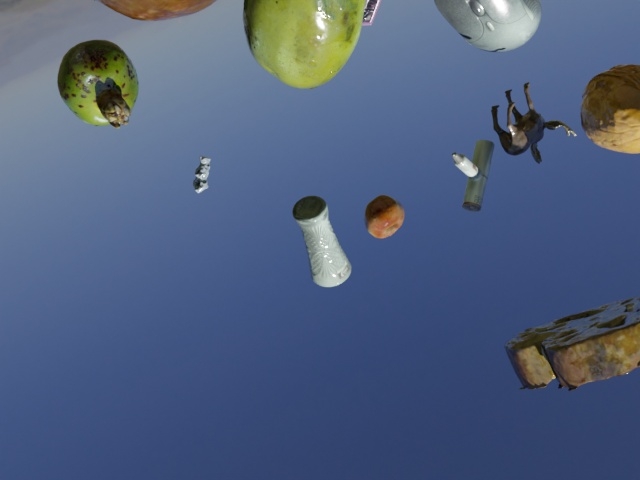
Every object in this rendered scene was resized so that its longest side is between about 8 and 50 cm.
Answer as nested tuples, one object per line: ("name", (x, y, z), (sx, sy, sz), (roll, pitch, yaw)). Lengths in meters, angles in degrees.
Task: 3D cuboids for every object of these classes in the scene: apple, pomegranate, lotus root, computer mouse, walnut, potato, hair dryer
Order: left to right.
("pomegranate", (-0.511, -0.355, 1.814), (0.202, 0.202, 0.248), (-29, -129, -16))
("potato", (-0.027, -0.398, 1.281), (0.216, 0.304, 0.216), (3, -127, -3))
("apple", (0.182, -0.071, 2.257), (0.126, 0.126, 0.102), (-29, -116, -16))
("hair dryer", (0.304, -0.165, 1.570), (0.044, 0.183, 0.155), (4, -112, 28))
("computer mouse", (0.330, -0.468, 1.566), (0.167, 0.379, 0.090), (-25, -118, 35))
("lotus root", (0.590, 0.204, 1.632), (0.375, 0.111, 0.390), (-18, 177, -33))
("walnut", (0.492, -0.211, 1.230), (0.144, 0.144, 0.180), (-29, -159, -15))

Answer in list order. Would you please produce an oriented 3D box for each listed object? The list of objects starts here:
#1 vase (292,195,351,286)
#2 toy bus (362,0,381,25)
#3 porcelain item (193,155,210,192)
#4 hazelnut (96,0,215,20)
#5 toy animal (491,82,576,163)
("vase", (0.000, 0.000, 1.677), (0.096, 0.219, 0.096), (-8, -131, 10))
("toy bus", (0.080, -0.499, 1.452), (0.098, 0.178, 0.087), (-6, -133, -30))
("porcelain item", (-0.269, -0.148, 1.745), (0.036, 0.083, 0.028), (15, -173, 32))
("hazelnut", (-0.318, -0.634, 1.510), (0.352, 0.421, 0.421), (0, -167, -22))
("toy animal", (0.446, -0.238, 1.647), (0.093, 0.186, 0.214), (-14, -156, 49))
